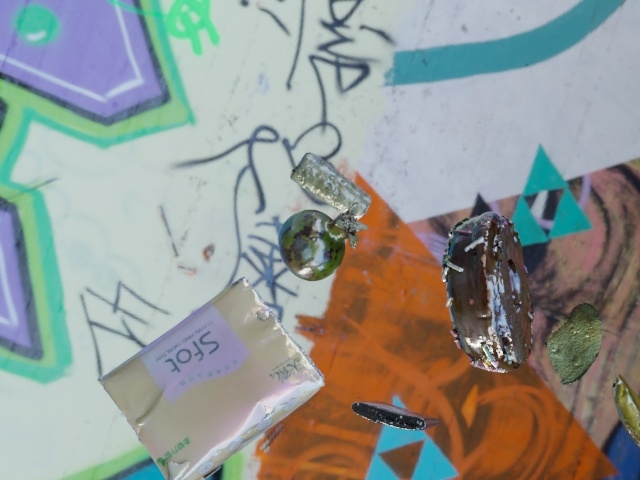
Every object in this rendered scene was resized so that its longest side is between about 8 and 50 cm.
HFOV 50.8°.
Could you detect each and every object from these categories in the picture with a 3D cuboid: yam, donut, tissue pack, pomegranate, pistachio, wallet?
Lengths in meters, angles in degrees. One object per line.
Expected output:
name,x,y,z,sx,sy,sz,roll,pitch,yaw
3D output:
yam,0.024,-0.116,1.452,0.078,0.179,0.078,-56,-176,6
donut,0.273,0.081,1.090,0.103,0.269,0.269,-7,-123,26
tissue pack,-0.152,0.208,0.974,0.257,0.215,0.123,-35,157,-17
pomegranate,0.001,0.007,1.309,0.169,0.148,0.148,-7,-120,30
pistachio,0.521,0.300,1.100,0.049,0.173,0.089,-39,175,18
wallet,0.186,0.422,1.617,0.321,0.171,0.044,44,59,-70

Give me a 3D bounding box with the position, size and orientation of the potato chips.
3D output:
potato chips,0.633,0.259,1.693,0.142,0.026,0.209,-2,-97,39
